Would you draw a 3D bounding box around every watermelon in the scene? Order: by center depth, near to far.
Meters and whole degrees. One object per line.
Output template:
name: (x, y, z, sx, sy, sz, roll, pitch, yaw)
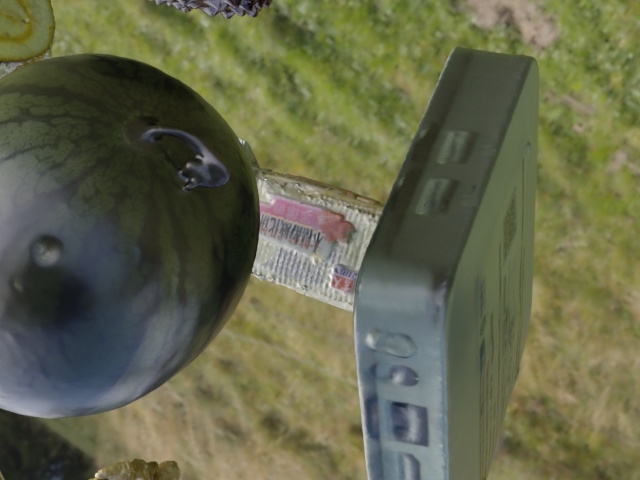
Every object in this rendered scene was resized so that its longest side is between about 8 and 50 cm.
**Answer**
watermelon: (-0.193, -0.004, 1.012, 0.279, 0.279, 0.359, 38, 139, -9)

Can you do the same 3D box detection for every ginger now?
ginger: (-0.284, 0.362, 1.846, 0.052, 0.193, 0.176, 55, 154, 18)

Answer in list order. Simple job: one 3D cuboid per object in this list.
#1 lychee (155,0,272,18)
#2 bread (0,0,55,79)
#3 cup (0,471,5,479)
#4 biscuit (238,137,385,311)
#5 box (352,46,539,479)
lychee: (-0.098, -0.314, 1.109, 0.267, 0.267, 0.267, 32, 164, 10)
bread: (-0.488, -0.297, 1.690, 0.257, 0.186, 0.124, 5, 153, -21)
cup: (-0.300, 0.233, 0.718, 0.256, 0.331, 0.311, -2, -130, -46)
biscuit: (-0.002, 0.004, 1.532, 0.309, 0.186, 0.079, 19, -172, 19)
box: (0.128, 0.068, 1.201, 0.111, 0.396, 0.396, 8, 131, 17)
